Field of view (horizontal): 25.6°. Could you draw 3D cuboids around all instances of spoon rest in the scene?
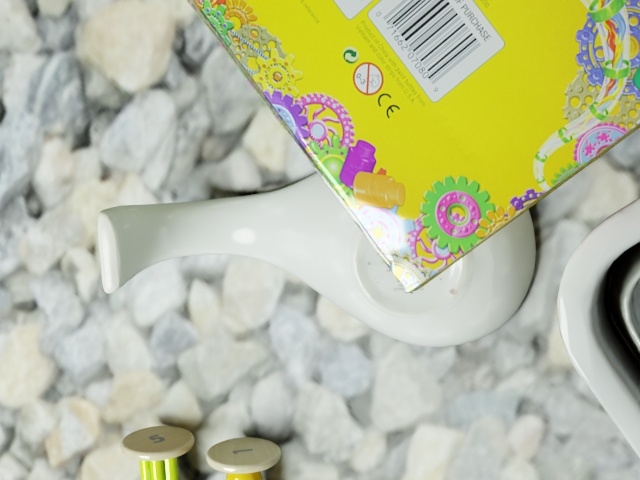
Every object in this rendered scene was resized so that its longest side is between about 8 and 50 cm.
[{"bbox_3d":[0.000,0.000,0.909,0.276,0.084,0.137,2,106,11],"label":"spoon rest"}]

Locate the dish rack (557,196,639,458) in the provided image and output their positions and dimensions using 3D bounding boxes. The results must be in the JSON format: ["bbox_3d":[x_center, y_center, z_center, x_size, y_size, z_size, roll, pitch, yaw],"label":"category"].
[{"bbox_3d":[0.301,0.035,0.596,0.333,0.072,0.285,-35,93,22],"label":"dish rack"}]

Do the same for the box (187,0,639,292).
[{"bbox_3d":[0.069,-0.169,0.706,0.177,0.279,0.290,-38,86,28],"label":"box"}]

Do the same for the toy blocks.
[{"bbox_3d":[-0.082,0.214,1.006,0.123,0.054,0.148,4,106,24],"label":"toy blocks"}]
